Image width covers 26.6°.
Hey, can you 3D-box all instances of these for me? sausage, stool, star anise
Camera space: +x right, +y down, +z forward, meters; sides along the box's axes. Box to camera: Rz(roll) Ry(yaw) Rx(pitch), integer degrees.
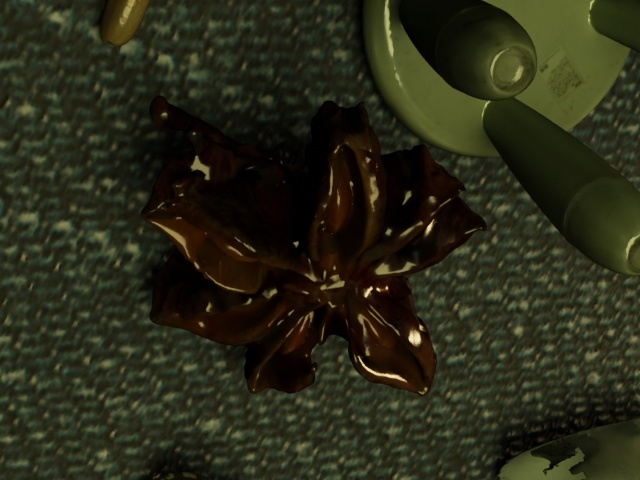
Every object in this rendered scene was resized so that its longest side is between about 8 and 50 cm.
[{"bbox_3d":[-0.092,-0.169,0.743,0.024,0.024,0.132,15,103,-28],"label":"sausage"},{"bbox_3d":[0.145,-0.114,0.769,0.195,0.199,0.195,-43,121,-1],"label":"stool"},{"bbox_3d":[0.000,0.000,0.788,0.190,0.126,0.220,8,133,2],"label":"star anise"}]

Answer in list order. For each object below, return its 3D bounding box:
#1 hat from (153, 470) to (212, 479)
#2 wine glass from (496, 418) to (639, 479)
[{"bbox_3d":[-0.062,0.190,0.877,0.050,0.121,0.121,-48,131,-46],"label":"hat"},{"bbox_3d":[0.289,0.185,0.988,0.321,0.143,0.143,-11,114,-18],"label":"wine glass"}]
